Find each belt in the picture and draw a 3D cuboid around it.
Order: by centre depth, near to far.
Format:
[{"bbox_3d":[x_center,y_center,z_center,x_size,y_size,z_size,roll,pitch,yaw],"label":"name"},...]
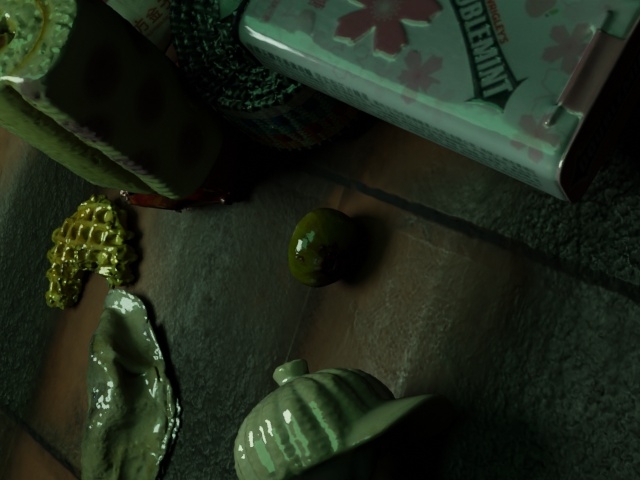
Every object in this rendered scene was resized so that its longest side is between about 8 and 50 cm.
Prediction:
[{"bbox_3d":[-0.051,-0.243,1.313,0.207,0.160,0.295,-31,60,16],"label":"belt"}]

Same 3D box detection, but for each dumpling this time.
[{"bbox_3d":[-0.258,0.224,1.471,0.166,0.086,0.332,-5,81,49],"label":"dumpling"}]

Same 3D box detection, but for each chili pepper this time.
[{"bbox_3d":[-0.154,-0.156,1.447,0.144,0.136,0.252,144,139,-72],"label":"chili pepper"}]

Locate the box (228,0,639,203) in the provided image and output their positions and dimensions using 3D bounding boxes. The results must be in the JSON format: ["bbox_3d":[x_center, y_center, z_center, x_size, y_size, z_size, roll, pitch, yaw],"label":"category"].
[{"bbox_3d":[0.109,-0.191,1.075,0.370,0.112,0.190,29,84,28],"label":"box"}]

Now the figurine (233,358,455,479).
[{"bbox_3d":[0.007,0.280,1.091,0.205,0.185,0.332,8,75,5],"label":"figurine"}]

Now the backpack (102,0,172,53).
[{"bbox_3d":[-0.288,-0.353,1.445,0.283,0.317,0.197,-47,18,1],"label":"backpack"}]

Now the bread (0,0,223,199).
[{"bbox_3d":[-0.249,-0.162,1.241,0.187,0.338,0.155,10,76,24],"label":"bread"}]

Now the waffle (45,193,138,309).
[{"bbox_3d":[-0.325,0.021,1.616,0.194,0.051,0.149,-32,56,36],"label":"waffle"}]

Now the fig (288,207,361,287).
[{"bbox_3d":[0.000,0.000,1.267,0.098,0.082,0.084,-119,20,-54],"label":"fig"}]
